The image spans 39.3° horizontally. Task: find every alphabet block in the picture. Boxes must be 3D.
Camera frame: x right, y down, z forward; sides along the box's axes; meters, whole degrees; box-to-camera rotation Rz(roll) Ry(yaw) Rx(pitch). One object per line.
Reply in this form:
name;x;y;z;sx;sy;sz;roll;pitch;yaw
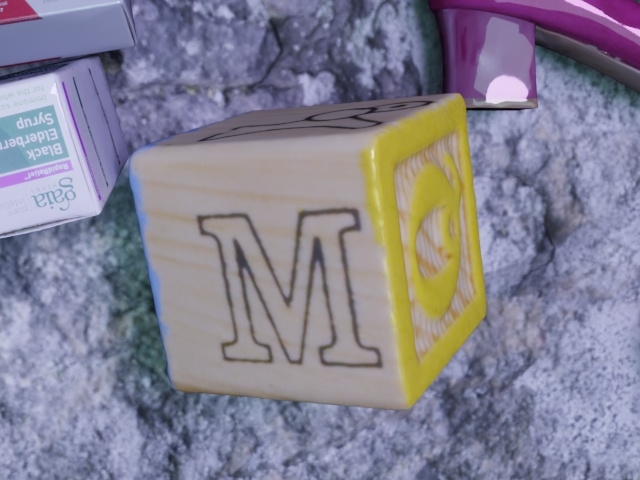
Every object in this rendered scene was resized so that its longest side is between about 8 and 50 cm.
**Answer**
alphabet block;0.000;0.000;0.688;0.197;0.192;0.193;0;108;29

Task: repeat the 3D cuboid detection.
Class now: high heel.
high heel;0.278;-0.204;0.754;0.377;0.127;0.181;-3;97;-12

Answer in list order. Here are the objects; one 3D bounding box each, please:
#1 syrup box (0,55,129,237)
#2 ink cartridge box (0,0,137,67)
syrup box;-0.206;-0.075;0.653;0.093;0.237;0.096;-15;105;-3
ink cartridge box;-0.216;-0.227;0.664;0.127;0.072;0.175;-11;77;-6
